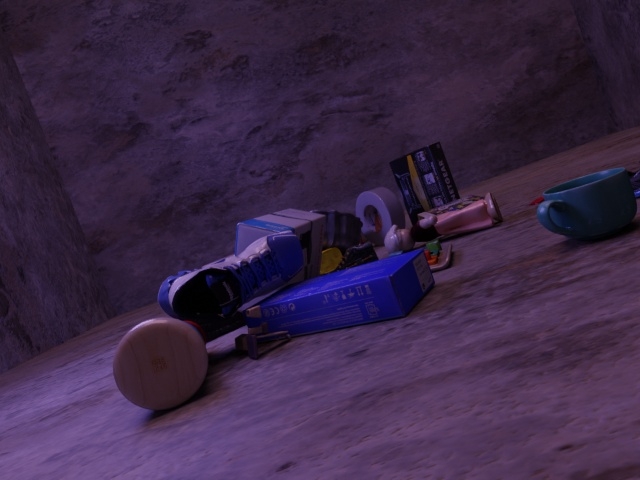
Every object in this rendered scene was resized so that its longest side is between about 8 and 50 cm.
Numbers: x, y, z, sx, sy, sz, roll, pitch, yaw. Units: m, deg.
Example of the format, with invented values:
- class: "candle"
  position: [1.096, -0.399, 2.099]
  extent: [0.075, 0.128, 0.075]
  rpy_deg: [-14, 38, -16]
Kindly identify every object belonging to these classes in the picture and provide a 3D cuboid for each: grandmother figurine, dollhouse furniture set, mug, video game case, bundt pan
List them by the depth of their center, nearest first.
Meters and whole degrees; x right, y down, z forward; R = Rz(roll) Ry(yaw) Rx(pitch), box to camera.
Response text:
- class: "mug"
  position: [0.456, -0.053, 0.785]
  extent: [0.157, 0.098, 0.129]
  rpy_deg: [-20, 4, 17]
- class: "dollhouse furniture set"
  position: [-0.112, 0.169, 0.863]
  extent: [0.081, 0.091, 0.114]
  rpy_deg: [-5, -8, -30]
- class: "grandmother figurine"
  position: [0.342, -0.038, 1.324]
  extent: [0.342, 0.104, 0.207]
  rpy_deg: [-22, -25, 27]
- class: "video game case"
  position: [0.504, -0.109, 1.702]
  extent: [0.231, 0.042, 0.210]
  rpy_deg: [-20, 11, 0]
- class: "bundt pan"
  position: [0.000, 0.000, 1.711]
  extent: [0.330, 0.124, 0.331]
  rpy_deg: [-1, -19, 0]

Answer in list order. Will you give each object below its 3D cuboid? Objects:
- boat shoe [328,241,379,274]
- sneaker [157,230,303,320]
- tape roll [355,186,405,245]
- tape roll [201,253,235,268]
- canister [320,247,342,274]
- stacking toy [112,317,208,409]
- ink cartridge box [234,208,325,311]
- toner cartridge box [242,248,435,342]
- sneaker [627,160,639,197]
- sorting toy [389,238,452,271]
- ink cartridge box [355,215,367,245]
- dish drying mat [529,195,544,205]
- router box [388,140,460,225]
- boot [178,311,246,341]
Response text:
- class: "boat shoe"
  position: [0.071, 0.067, 1.258]
  extent: [0.183, 0.083, 0.065]
  rpy_deg: [-20, 3, 5]
- class: "sneaker"
  position: [-0.164, 0.088, 0.916]
  extent: [0.315, 0.128, 0.182]
  rpy_deg: [-22, 10, -19]
- class: "tape roll"
  position: [0.229, -0.093, 1.748]
  extent: [0.072, 0.220, 0.219]
  rpy_deg: [-21, 3, -27]
- class: "tape roll"
  position: [-0.324, 0.137, 1.782]
  extent: [0.245, 0.169, 0.246]
  rpy_deg: [-21, 4, 1]
- class: "canister"
  position: [-0.021, 0.086, 1.612]
  extent: [0.126, 0.074, 0.169]
  rpy_deg: [-23, 3, -44]
- class: "stacking toy"
  position: [-0.271, 0.200, 0.842]
  extent: [0.141, 0.141, 0.330]
  rpy_deg: [-21, 0, -11]
- class: "ink cartridge box"
  position: [-0.101, 0.048, 1.212]
  extent: [0.128, 0.224, 0.307]
  rpy_deg: [10, 14, 18]
- class: "toner cartridge box"
  position: [0.029, 0.111, 0.877]
  extent: [0.347, 0.075, 0.165]
  rpy_deg: [-18, 3, 35]
- class: "sneaker"
  position: [0.690, -0.138, 0.913]
  extent: [0.067, 0.078, 0.188]
  rpy_deg: [-23, 5, -32]
- class: "sorting toy"
  position: [0.208, 0.049, 1.057]
  extent: [0.195, 0.047, 0.347]
  rpy_deg: [-19, 4, 20]
- class: "ink cartridge box"
  position: [0.140, -0.036, 2.134]
  extent: [0.127, 0.128, 0.176]
  rpy_deg: [-19, 3, 24]
- class: "dish drying mat"
  position: [0.672, -0.124, 1.393]
  extent: [0.083, 0.008, 0.032]
  rpy_deg: [-23, 5, -42]
- class: "router box"
  position: [0.445, -0.233, 1.919]
  extent: [0.080, 0.309, 0.242]
  rpy_deg: [-25, 6, -32]
- class: "boot"
  position: [-0.297, 0.223, 1.180]
  extent: [0.197, 0.077, 0.137]
  rpy_deg: [-7, -7, -24]
